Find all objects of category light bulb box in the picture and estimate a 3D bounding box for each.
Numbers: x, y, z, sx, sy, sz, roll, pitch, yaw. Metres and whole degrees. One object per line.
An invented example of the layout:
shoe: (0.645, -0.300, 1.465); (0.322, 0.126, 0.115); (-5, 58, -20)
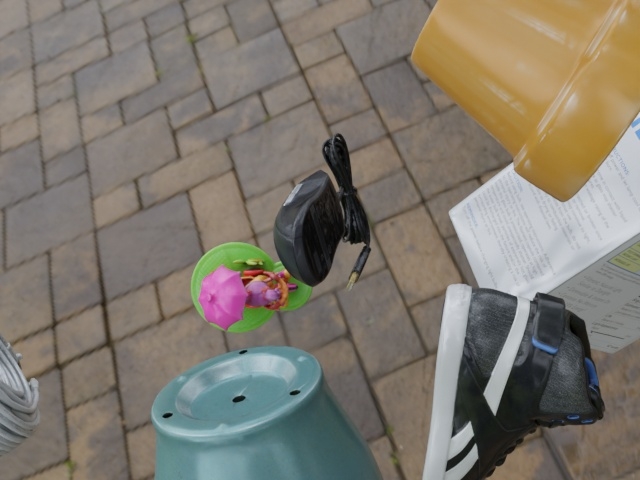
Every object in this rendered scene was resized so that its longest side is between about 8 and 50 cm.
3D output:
light bulb box: (0.463, -0.022, 1.495); (0.361, 0.358, 0.225); (-39, 54, 31)

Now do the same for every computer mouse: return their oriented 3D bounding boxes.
computer mouse: (0.000, 0.000, 1.225); (0.060, 0.184, 0.262); (-7, 32, 20)

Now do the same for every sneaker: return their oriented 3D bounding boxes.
sneaker: (0.140, 0.136, 0.709); (0.121, 0.216, 0.079); (7, 34, 10)

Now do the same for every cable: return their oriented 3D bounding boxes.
cable: (-0.470, 0.166, 1.292); (0.089, 0.257, 0.257); (-35, 24, -8)

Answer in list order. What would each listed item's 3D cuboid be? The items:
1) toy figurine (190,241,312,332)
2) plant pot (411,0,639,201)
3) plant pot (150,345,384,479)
toy figurine: (-0.097, 0.073, 1.312); (0.173, 0.130, 0.159); (-1, 5, 0)
plant pot: (0.193, -0.169, 0.872); (0.188, 0.205, 0.205); (32, 64, 4)
plant pot: (-0.057, 0.262, 1.041); (0.272, 0.255, 0.271); (-11, 19, 4)
